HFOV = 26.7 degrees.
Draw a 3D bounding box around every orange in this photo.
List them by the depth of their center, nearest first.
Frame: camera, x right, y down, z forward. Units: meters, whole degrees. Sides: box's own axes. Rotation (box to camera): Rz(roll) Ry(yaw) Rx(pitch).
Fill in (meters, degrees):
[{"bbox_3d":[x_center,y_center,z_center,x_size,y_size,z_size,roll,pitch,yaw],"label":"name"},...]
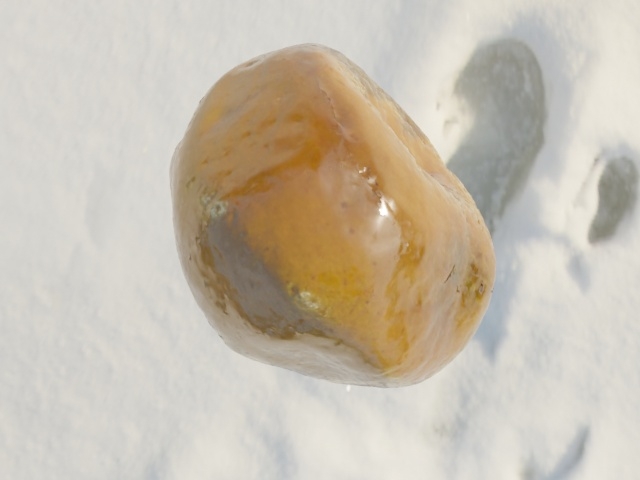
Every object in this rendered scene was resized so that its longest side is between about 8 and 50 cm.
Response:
[{"bbox_3d":[0.000,0.000,0.904,0.183,0.249,0.249,-39,108,14],"label":"orange"}]
